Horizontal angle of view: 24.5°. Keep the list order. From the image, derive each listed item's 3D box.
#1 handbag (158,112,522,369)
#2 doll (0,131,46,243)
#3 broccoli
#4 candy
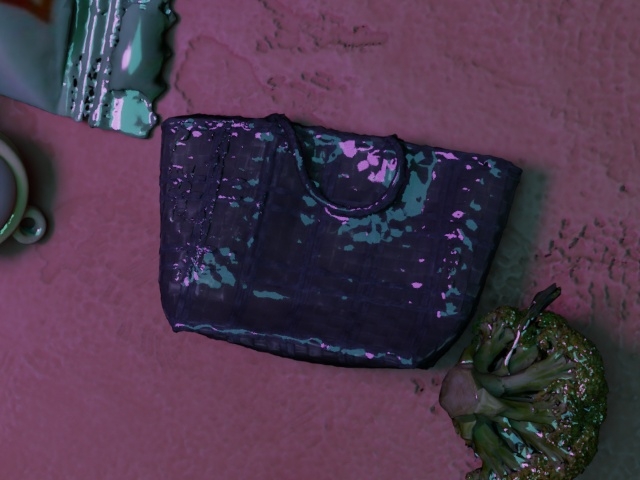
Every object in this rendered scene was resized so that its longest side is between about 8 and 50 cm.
[{"bbox_3d":[0.000,0.000,1.057,0.270,0.088,0.175,9,85,13],"label":"handbag"},{"bbox_3d":[-0.324,-0.070,1.059,0.296,0.117,0.141,28,89,-24],"label":"doll"},{"bbox_3d":[0.135,0.108,1.004,0.131,0.120,0.130,-35,59,43],"label":"broccoli"},{"bbox_3d":[-0.295,-0.240,1.099,0.397,0.172,0.263,11,104,-8],"label":"candy"}]
